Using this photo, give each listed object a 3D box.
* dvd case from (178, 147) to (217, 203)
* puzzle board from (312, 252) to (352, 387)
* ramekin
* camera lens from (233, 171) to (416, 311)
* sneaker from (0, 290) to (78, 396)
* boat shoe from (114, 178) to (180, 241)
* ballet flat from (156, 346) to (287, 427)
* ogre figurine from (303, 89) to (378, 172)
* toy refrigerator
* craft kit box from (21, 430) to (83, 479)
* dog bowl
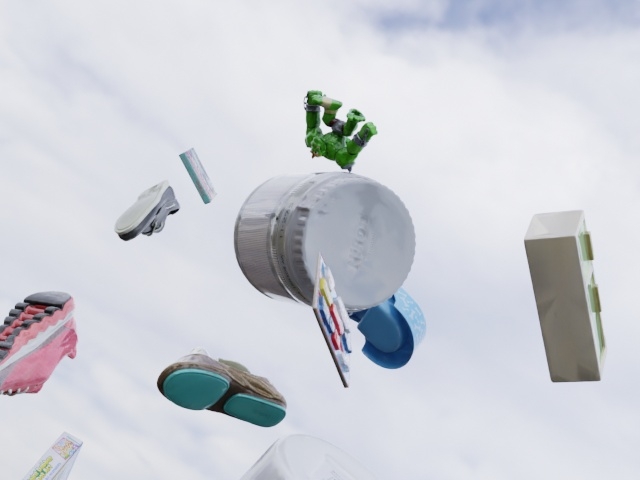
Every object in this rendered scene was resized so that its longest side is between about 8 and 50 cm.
[{"bbox_3d":[-0.191,-0.103,1.695,0.087,0.013,0.119,63,5,-8],"label":"dvd case"},{"bbox_3d":[0.017,0.090,1.228,0.011,0.096,0.128,-11,-53,13],"label":"puzzle board"},{"bbox_3d":[0.002,0.400,1.524,0.277,0.135,0.277,34,13,-9],"label":"ramekin"},{"bbox_3d":[0.000,0.000,1.730,0.219,0.219,0.274,42,-16,-22],"label":"camera lens"},{"bbox_3d":[-0.495,0.207,1.734,0.115,0.314,0.136,7,-60,33],"label":"sneaker"},{"bbox_3d":[-0.332,-0.047,2.113,0.084,0.233,0.079,-20,-74,18],"label":"boat shoe"},{"bbox_3d":[-0.202,0.276,2.131,0.342,0.116,0.124,24,28,-43],"label":"ballet flat"},{"bbox_3d":[0.030,-0.215,2.159,0.197,0.097,0.118,25,-65,21],"label":"ogre figurine"},{"bbox_3d":[0.412,0.094,1.783,0.094,0.102,0.270,-6,-67,24],"label":"toy refrigerator"},{"bbox_3d":[-0.614,0.564,2.277,0.061,0.247,0.250,28,-60,1],"label":"craft kit box"},{"bbox_3d":[0.101,0.130,2.258,0.297,0.074,0.166,45,-45,15],"label":"dog bowl"}]
